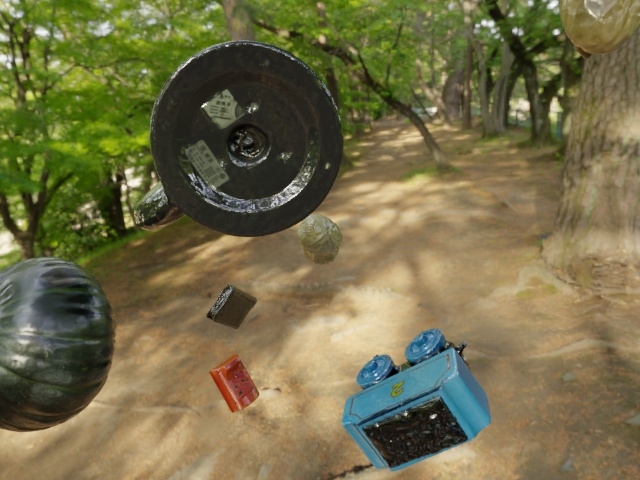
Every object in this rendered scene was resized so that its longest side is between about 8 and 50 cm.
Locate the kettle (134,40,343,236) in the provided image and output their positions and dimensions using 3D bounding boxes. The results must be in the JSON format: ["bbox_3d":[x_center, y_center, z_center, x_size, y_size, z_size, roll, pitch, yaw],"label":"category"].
[{"bbox_3d":[-0.134,-0.128,0.771,0.321,0.228,0.324,-39,17,5],"label":"kettle"}]

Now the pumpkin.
[{"bbox_3d":[-0.402,0.139,0.743,0.250,0.249,0.216,2,-15,30],"label":"pumpkin"}]

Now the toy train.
[{"bbox_3d":[0.215,0.350,1.191,0.300,0.188,0.265,-32,11,20],"label":"toy train"}]

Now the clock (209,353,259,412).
[{"bbox_3d":[-0.263,0.448,1.688,0.061,0.155,0.113,-28,1,40],"label":"clock"}]

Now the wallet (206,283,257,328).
[{"bbox_3d":[-0.241,0.185,1.476,0.031,0.110,0.198,33,-7,18],"label":"wallet"}]

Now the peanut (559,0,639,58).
[{"bbox_3d":[0.525,-0.475,0.948,0.143,0.291,0.159,16,18,-43],"label":"peanut"}]

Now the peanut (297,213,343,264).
[{"bbox_3d":[0.000,0.000,1.242,0.099,0.090,0.214,-16,-16,-3],"label":"peanut"}]
